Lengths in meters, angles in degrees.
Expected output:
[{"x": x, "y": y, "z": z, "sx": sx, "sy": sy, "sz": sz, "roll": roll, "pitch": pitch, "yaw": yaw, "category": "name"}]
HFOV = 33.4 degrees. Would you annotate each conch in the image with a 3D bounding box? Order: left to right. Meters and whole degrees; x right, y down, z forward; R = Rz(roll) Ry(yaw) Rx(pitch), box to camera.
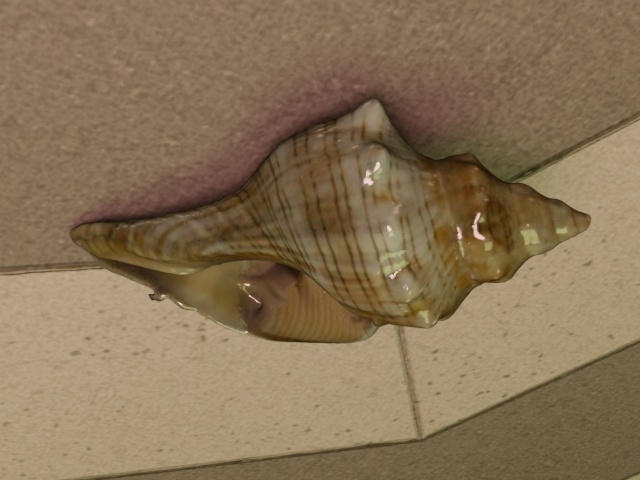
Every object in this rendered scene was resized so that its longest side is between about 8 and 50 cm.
[{"x": 0.007, "y": -0.008, "z": 0.815, "sx": 0.386, "sy": 0.169, "sz": 0.203, "roll": 4, "pitch": 127, "yaw": 30, "category": "conch"}]
